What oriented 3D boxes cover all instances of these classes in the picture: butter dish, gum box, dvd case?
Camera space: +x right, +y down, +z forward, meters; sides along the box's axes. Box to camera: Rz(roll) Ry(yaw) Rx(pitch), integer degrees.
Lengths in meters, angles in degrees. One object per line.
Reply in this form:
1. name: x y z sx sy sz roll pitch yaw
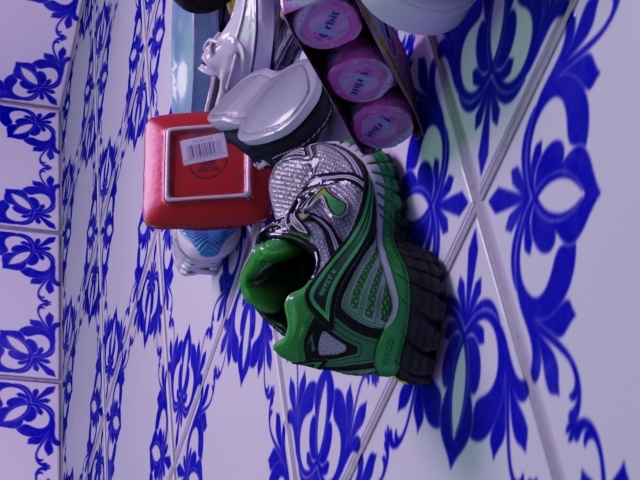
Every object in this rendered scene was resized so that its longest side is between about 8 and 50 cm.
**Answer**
1. butter dish: -0.129 -0.069 1.838 0.118 0.160 0.159 76 -169 -64
2. gum box: 0.026 -0.170 1.285 0.188 0.062 0.107 58 -162 -45
3. dvd case: -0.026 -0.333 1.769 0.164 0.018 0.221 125 147 -60

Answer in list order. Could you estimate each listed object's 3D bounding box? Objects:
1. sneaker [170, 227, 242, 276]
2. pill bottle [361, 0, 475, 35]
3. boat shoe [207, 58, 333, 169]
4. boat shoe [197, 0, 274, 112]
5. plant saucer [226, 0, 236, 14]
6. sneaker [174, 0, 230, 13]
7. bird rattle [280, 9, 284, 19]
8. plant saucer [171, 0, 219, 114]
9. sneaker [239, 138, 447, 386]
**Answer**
1. sneaker: -0.149 0.005 1.959 0.228 0.087 0.092 -130 41 -78
2. pill bottle: 0.101 -0.258 1.119 0.208 0.119 0.119 117 154 -51
3. boat shoe: -0.035 -0.125 1.595 0.114 0.091 0.302 -47 17 -2
4. boat shoe: -0.110 -0.218 1.882 0.095 0.084 0.258 -149 65 -75
5. plant saucer: -0.122 -0.426 2.017 0.188 0.045 0.188 -108 10 -56
6. sneaker: -0.075 -0.379 1.688 0.341 0.125 0.139 -56 41 32
7. bird rattle: -0.040 -0.344 1.471 0.143 0.207 0.253 -19 89 57
8. plant saucer: -0.182 -0.281 2.177 0.317 0.044 0.317 180 90 -78
9. sneaker: 0.000 0.000 1.316 0.343 0.146 0.134 -115 35 -63
